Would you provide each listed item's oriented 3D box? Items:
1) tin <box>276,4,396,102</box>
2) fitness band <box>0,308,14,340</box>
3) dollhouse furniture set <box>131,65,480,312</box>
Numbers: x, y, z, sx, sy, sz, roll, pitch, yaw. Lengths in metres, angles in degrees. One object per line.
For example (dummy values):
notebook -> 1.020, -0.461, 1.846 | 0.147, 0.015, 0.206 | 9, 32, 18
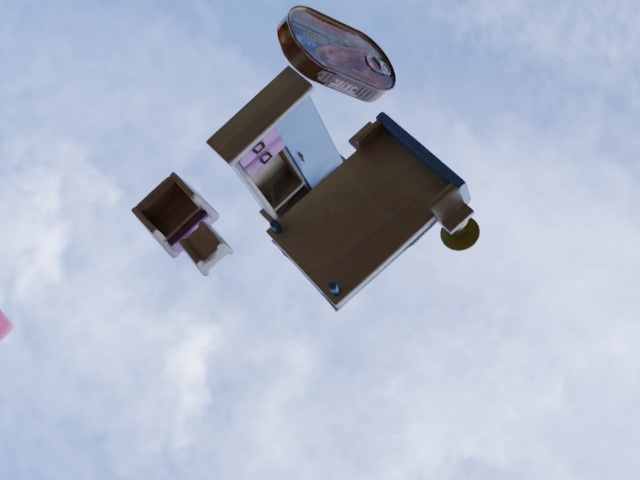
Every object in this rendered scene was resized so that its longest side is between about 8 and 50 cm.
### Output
tin -> 0.022, -0.244, 1.133 | 0.040, 0.189, 0.106 | -34, -125, 39
fitness band -> -0.366, -0.023, 0.708 | 0.054, 0.209, 0.291 | -41, -77, -18
dollhouse furniture set -> 0.000, 0.000, 1.019 | 0.286, 0.198, 0.303 | -43, -120, -5
